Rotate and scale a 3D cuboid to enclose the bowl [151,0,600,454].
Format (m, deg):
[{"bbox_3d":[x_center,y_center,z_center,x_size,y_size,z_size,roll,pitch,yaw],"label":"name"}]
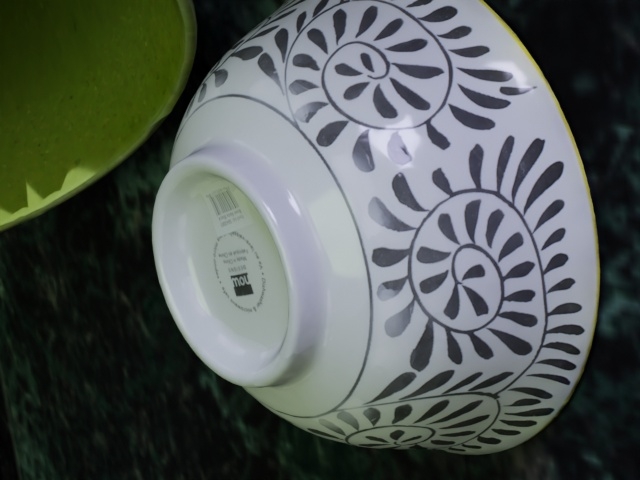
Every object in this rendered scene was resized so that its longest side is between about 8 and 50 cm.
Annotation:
[{"bbox_3d":[0.000,0.000,0.615,0.170,0.080,0.170,26,125,44],"label":"bowl"}]

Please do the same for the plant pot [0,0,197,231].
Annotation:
[{"bbox_3d":[-0.209,-0.171,0.690,0.275,0.275,0.293,-46,53,51],"label":"plant pot"}]
